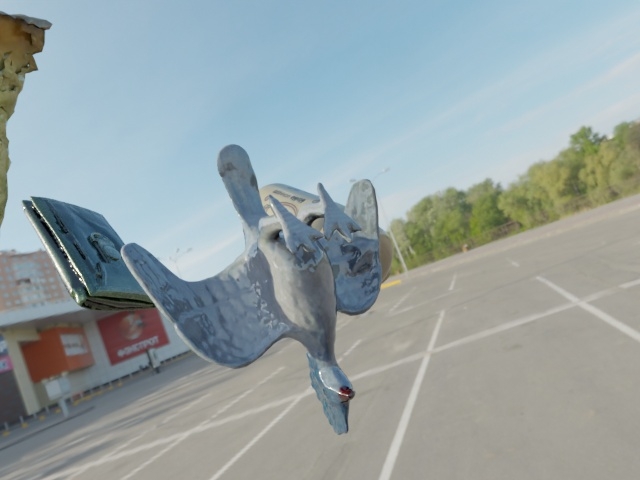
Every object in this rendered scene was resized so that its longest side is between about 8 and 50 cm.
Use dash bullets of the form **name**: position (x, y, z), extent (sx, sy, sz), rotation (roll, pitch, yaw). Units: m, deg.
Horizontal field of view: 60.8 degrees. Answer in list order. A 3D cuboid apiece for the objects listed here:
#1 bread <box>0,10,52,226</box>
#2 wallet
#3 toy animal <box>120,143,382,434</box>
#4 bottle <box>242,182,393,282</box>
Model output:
- **bread**: position (-0.386, -0.079, 0.296), extent (0.279, 0.248, 0.315), rotation (4, -4, 29)
- **wallet**: position (-0.376, 0.019, 0.904), extent (0.055, 0.236, 0.160), rotation (-46, -25, 12)
- **toy animal**: position (-0.034, 0.035, 0.473), extent (0.239, 0.255, 0.176), rotation (-13, -35, -31)
- **bottle**: position (0.000, 0.000, 0.658), extent (0.110, 0.097, 0.209), rotation (33, -5, -41)
